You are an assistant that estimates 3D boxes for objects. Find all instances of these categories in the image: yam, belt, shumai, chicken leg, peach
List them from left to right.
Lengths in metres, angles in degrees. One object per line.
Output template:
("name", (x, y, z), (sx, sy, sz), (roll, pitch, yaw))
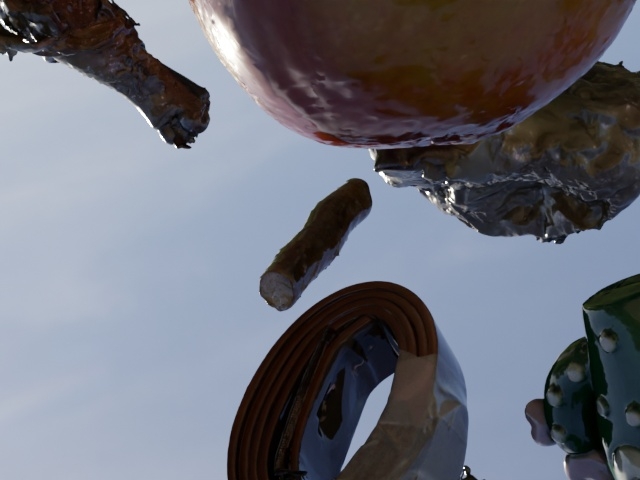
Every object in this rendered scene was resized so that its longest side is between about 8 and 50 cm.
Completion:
("chicken leg", (-0.170, -0.146, 1.368), (0.080, 0.196, 0.125), (-43, -147, 20))
("yam", (0.000, 0.000, 1.931), (0.056, 0.057, 0.241), (-2, -155, 24))
("belt", (0.029, 0.165, 1.602), (0.184, 0.105, 0.261), (4, -126, 26))
("peach", (0.051, -0.235, 1.145), (0.372, 0.373, 0.290), (-22, -144, -35))
("shumai", (0.180, -0.136, 2.030), (0.283, 0.217, 0.346), (23, 170, -42))

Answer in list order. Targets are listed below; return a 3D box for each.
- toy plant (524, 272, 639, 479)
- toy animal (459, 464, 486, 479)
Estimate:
("toy plant", (0.275, 0.144, 1.388), (0.112, 0.243, 0.232), (-34, 165, -44))
("toy animal", (0.139, 0.270, 1.814), (0.065, 0.136, 0.047), (-26, -153, -17))
